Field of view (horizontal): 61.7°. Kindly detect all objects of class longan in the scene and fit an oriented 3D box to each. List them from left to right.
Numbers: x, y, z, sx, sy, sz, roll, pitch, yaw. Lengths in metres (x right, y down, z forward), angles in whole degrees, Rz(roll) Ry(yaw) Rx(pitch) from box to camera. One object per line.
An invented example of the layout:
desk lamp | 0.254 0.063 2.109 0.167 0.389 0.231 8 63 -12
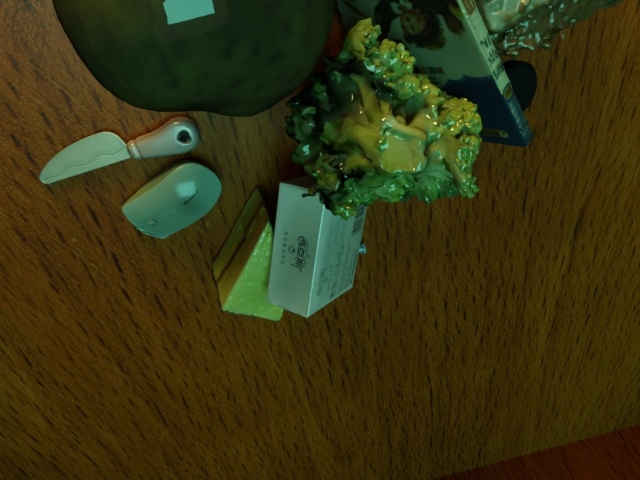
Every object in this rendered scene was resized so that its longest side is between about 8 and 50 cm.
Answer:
longan | -0.172 -0.358 0.772 0.405 0.336 0.404 -22 136 -23

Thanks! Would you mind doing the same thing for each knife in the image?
knife | -0.405 -0.178 1.056 0.336 0.043 0.081 -15 125 0

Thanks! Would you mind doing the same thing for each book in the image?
book | 0.172 -0.334 0.928 0.039 0.300 0.428 -52 129 -10

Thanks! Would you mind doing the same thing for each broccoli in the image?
broccoli | 0.105 -0.154 0.881 0.348 0.281 0.293 35 101 -5

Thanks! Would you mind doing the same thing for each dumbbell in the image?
dumbbell | 0.310 -0.304 1.034 0.100 0.191 0.100 -14 119 -27

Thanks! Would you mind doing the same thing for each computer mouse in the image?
computer mouse | -0.314 -0.081 1.138 0.231 0.079 0.128 -37 126 20

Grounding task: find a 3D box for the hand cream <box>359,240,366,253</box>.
hand cream | 0.029 0.035 1.350 0.171 0.043 0.064 -12 130 1

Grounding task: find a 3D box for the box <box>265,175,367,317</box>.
box | -0.002 -0.001 1.156 0.203 0.116 0.273 -27 131 -55

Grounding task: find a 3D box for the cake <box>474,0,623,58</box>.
cake | 0.298 -0.479 0.851 0.256 0.282 0.290 -30 126 1

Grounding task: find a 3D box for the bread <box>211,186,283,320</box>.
bread | -0.121 0.038 1.228 0.163 0.167 0.264 17 121 -29
